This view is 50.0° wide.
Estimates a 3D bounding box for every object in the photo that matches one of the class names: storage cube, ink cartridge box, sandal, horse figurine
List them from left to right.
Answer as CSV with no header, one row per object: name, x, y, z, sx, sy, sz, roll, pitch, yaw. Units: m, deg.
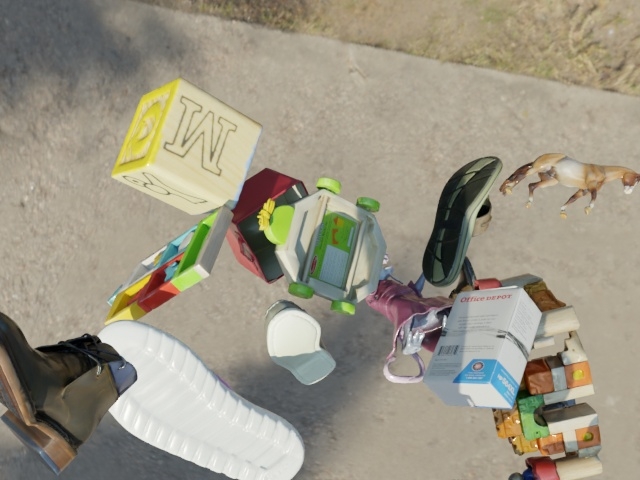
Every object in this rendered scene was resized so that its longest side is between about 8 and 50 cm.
sandal,-0.215,0.287,1.177,0.416,0.102,0.169,40,89,-13
storage cube,-0.124,-0.041,1.656,0.215,0.193,0.184,-36,119,-17
sandal,0.304,-0.039,1.455,0.086,0.120,0.303,25,85,-33
ink cartridge box,0.294,0.191,1.238,0.086,0.148,0.203,47,56,-25
horse figurine,0.498,-0.122,1.412,0.174,0.263,0.066,-45,132,-25

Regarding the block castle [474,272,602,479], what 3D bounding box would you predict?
block castle,0.476,0.327,1.594,0.212,0.303,0.453,-14,107,3

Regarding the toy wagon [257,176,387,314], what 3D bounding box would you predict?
toy wagon,0.000,0.000,1.498,0.344,0.068,0.267,24,73,-32

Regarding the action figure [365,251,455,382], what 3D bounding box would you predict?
action figure,0.218,0.178,1.808,0.248,0.370,0.276,11,101,-30

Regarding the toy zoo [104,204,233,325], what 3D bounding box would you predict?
toy zoo,-0.296,0.061,1.287,0.030,0.293,0.192,48,28,-23

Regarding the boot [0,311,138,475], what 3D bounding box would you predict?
boot,-0.214,0.098,0.555,0.082,0.219,0.106,33,55,19

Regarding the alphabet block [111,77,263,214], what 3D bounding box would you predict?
alphabet block,-0.265,-0.177,1.364,0.197,0.192,0.193,27,71,-34

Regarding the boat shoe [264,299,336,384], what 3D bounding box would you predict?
boat shoe,-0.051,0.188,1.340,0.109,0.305,0.091,-31,57,-4

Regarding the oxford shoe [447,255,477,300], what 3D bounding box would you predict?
oxford shoe,0.391,0.154,1.898,0.096,0.083,0.227,-5,93,6
